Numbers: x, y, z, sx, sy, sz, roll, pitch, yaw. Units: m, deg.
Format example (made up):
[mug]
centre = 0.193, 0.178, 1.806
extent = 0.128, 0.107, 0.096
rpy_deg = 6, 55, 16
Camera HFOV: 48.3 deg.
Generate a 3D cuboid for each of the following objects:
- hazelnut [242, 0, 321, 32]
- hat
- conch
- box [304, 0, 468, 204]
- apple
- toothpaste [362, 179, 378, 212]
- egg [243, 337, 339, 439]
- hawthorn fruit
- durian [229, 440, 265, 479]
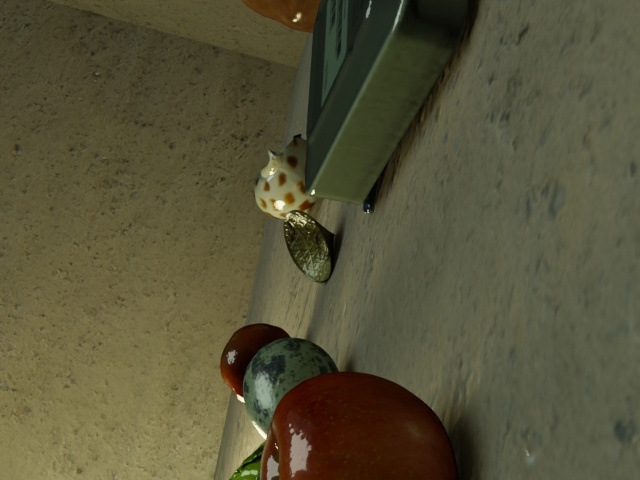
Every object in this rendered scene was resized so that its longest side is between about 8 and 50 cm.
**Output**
[hazelnut]
centre = -0.013, -0.614, 1.507
extent = 0.315, 0.372, 0.372
rpy_deg = 54, -144, -47
[hat]
centre = 0.000, 0.000, 1.319
extent = 0.146, 0.067, 0.146
rpy_deg = 37, 140, 40
[conch]
centre = -0.070, -0.129, 1.710
extent = 0.149, 0.182, 0.275
rpy_deg = 62, 176, 8
[box]
centre = 0.073, -0.300, 0.979
extent = 0.396, 0.111, 0.396
rpy_deg = 119, 157, -55
[apple]
centre = 0.024, 0.179, 0.540
extent = 0.163, 0.139, 0.163
rpy_deg = -164, 90, -82
[toothpaste]
centre = 0.076, -0.081, 1.052
extent = 0.027, 0.019, 0.083
rpy_deg = 11, 92, 64
[egg]
centre = -0.034, 0.205, 0.940
extent = 0.172, 0.132, 0.132
rpy_deg = -112, 34, -55
[hawthorn fruit]
centre = -0.119, 0.235, 1.380
extent = 0.194, 0.157, 0.157
rpy_deg = 161, 122, -75
[durian]
centre = -0.103, 0.444, 1.155
extent = 0.139, 0.101, 0.250
rpy_deg = -11, 67, 49
